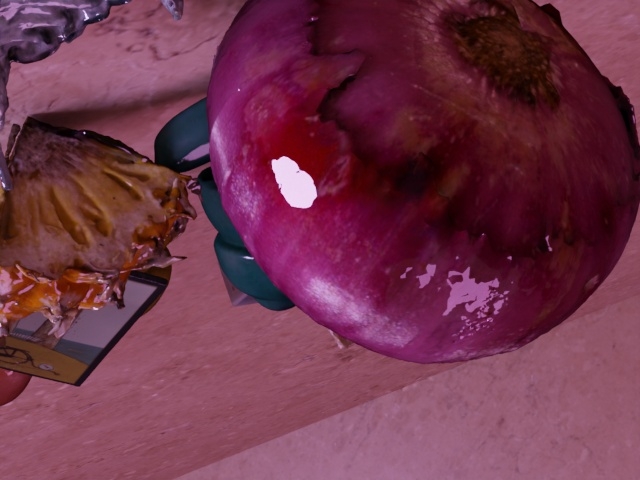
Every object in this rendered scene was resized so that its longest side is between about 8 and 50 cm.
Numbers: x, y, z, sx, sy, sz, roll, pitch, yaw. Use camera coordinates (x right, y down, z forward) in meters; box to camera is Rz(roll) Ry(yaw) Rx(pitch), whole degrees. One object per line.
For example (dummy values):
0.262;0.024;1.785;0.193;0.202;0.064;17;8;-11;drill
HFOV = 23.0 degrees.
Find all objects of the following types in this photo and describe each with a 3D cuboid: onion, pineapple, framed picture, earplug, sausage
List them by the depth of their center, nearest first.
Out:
0.060;-0.065;1.258;0.345;0.358;0.358;-29;162;25;onion
-0.224;-0.018;1.382;0.236;0.186;0.114;-30;169;-35;pineapple
-0.050;-0.044;1.557;0.164;0.280;0.257;0;-155;9;earplug
-0.331;0.076;1.702;0.244;0.013;0.324;15;151;-19;framed picture
-0.403;0.166;2.000;0.077;0.077;0.194;-13;163;-25;sausage

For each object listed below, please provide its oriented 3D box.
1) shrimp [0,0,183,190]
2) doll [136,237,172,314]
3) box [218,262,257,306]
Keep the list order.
-0.269;-0.112;1.098;0.410;0.166;0.221;-35;130;4;shrimp
-0.215;0.007;1.711;0.137;0.097;0.209;-47;160;-28;doll
0.000;0.000;1.951;0.155;0.067;0.243;-9;161;-40;box
